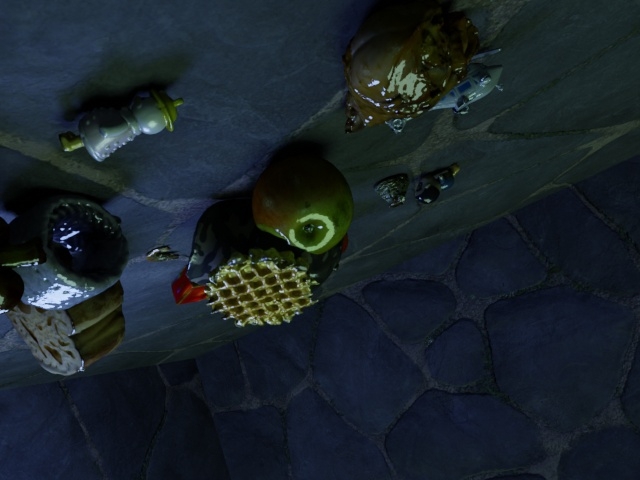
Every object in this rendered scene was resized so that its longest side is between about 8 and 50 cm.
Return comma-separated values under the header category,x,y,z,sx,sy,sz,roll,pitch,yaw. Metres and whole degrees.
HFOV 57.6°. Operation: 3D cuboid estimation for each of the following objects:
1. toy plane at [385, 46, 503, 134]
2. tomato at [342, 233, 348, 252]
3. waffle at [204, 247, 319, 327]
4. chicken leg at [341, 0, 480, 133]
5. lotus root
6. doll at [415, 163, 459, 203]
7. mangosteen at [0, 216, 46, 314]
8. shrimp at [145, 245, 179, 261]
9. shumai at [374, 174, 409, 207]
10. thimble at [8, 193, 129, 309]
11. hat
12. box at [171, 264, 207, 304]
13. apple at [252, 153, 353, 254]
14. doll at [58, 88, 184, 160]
category,x,y,z,sx,sy,sz,roll,pitch,yaw
toy plane,0.258,-0.301,1.232,0.273,0.107,0.182,-31,180,-8
tomato,0.000,0.000,1.960,0.195,0.136,0.195,-19,168,-4
waffle,-0.151,0.121,1.512,0.329,0.062,0.329,-4,137,-3
chicken leg,0.157,-0.304,1.080,0.295,0.182,0.409,-33,177,-16
lotus root,-0.622,0.180,1.498,0.250,0.316,0.316,-28,175,-46
doll,0.377,-0.187,1.917,0.179,0.089,0.102,-41,171,-15
mangosteen,-0.661,0.068,0.977,0.293,0.297,0.297,20,163,2
shrimp,-0.455,0.040,1.715,0.114,0.023,0.083,0,152,-45
shumai,0.239,-0.150,1.837,0.123,0.087,0.099,-15,163,-26
thimble,-0.528,0.024,1.200,0.157,0.217,0.245,-23,-175,22
hat,-0.145,0.045,1.560,0.381,0.257,0.366,-15,127,-52
box,-0.350,0.134,2.070,0.313,0.089,0.197,-10,163,-34
apple,-0.041,-0.077,1.388,0.246,0.226,0.246,-12,137,-12
doll,-0.320,-0.189,0.949,0.207,0.081,0.129,-22,-165,-2
